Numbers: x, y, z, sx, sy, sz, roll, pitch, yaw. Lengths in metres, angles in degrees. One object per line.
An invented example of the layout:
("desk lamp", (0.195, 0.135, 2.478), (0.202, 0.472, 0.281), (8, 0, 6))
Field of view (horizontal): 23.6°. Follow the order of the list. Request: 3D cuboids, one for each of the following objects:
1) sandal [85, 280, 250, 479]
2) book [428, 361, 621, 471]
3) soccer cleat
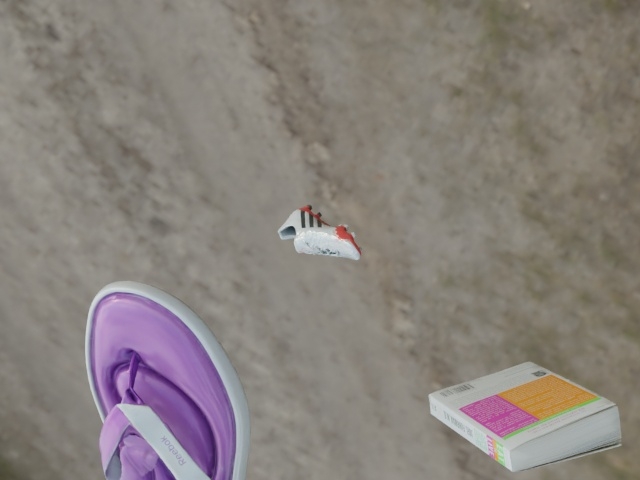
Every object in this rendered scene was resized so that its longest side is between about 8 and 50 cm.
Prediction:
("sandal", (-0.155, 0.233, 1.523), (0.169, 0.102, 0.416), (7, 123, 19))
("book", (0.158, 0.137, 1.210), (0.144, 0.096, 0.035), (-149, 47, -67))
("soccer cleat", (0.000, 0.000, 1.162), (0.083, 0.035, 0.029), (33, 156, 46))
